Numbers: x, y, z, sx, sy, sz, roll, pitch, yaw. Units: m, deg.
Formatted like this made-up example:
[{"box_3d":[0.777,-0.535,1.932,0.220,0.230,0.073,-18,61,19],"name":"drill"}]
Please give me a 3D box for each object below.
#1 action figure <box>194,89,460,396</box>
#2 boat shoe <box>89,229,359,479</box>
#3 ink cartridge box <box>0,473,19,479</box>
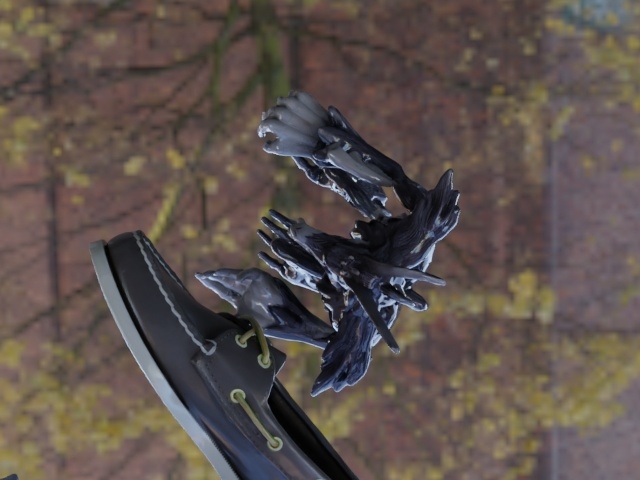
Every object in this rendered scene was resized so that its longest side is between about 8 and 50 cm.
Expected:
[{"box_3d":[0.000,0.000,1.117,0.141,0.164,0.275,25,-175,-10],"name":"action figure"},{"box_3d":[-0.046,0.083,0.962,0.069,0.228,0.081,-30,-165,6],"name":"boat shoe"},{"box_3d":[-0.292,0.272,0.764,0.395,0.151,0.270,-19,-161,-10],"name":"ink cartridge box"}]
